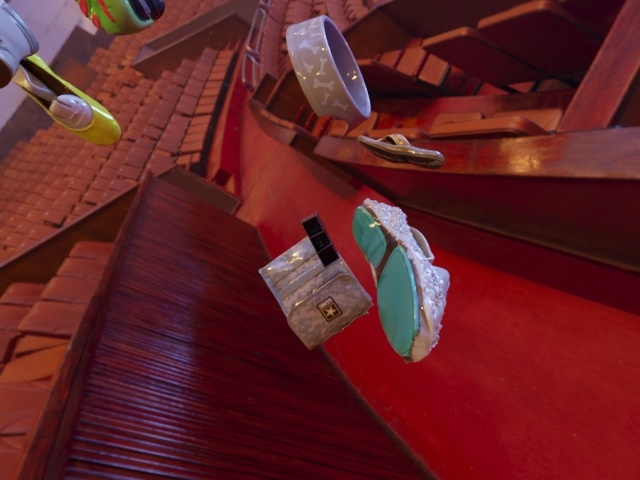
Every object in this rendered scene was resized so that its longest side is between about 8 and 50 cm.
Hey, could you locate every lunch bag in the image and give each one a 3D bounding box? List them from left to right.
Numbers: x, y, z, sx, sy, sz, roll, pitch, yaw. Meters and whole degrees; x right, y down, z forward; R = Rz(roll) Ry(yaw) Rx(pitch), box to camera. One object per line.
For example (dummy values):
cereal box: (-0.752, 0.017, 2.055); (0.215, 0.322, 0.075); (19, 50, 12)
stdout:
lunch bag: (-0.008, 0.150, 1.213); (0.235, 0.169, 0.286); (-35, 67, 0)

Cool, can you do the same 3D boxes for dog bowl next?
dog bowl: (0.039, -0.481, 1.181); (0.102, 0.348, 0.348); (-19, 44, 24)

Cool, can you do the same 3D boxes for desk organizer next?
desk organizer: (0.000, 0.000, 0.998); (0.047, 0.130, 0.050); (-27, 8, 3)

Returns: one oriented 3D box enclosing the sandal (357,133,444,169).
sandal: (0.161, -0.185, 0.804); (0.180, 0.072, 0.048); (17, 84, 26)

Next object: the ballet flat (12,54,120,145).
ballet flat: (-0.468, -0.251, 0.712); (0.077, 0.231, 0.077); (-46, 14, 8)

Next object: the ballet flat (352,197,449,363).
ballet flat: (0.165, 0.045, 0.761); (0.147, 0.147, 0.408); (-49, 29, 24)

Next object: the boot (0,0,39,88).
boot: (-0.521, -0.323, 0.562); (0.077, 0.213, 0.165); (-36, 40, 17)

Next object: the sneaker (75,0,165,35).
sneaker: (-0.520, -0.721, 0.921); (0.186, 0.481, 0.202); (-2, 26, 40)
